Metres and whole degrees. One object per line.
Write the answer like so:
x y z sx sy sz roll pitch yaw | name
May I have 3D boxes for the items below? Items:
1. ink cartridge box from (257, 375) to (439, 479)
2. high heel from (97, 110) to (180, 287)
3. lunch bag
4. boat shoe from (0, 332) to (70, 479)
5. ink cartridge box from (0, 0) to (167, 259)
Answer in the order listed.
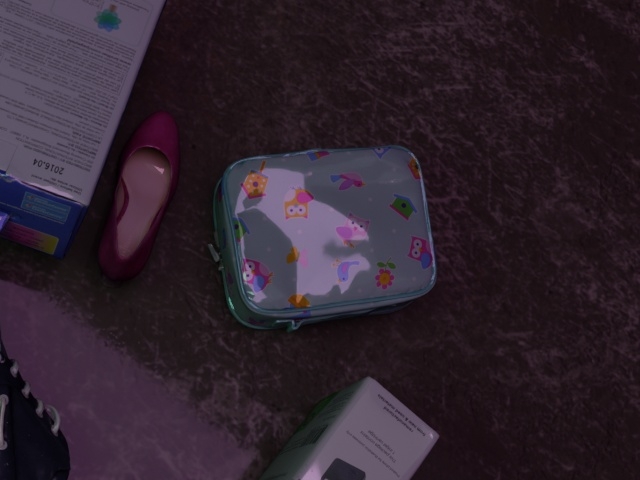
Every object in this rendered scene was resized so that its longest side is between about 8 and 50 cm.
-0.010 0.308 1.694 0.115 0.198 0.273 41 68 -4 | ink cartridge box
-0.218 -0.063 1.778 0.082 0.117 0.244 25 69 -9 | high heel
0.000 0.000 1.835 0.279 0.108 0.224 -6 82 -17 | lunch bag
-0.369 0.188 1.672 0.158 0.127 0.340 10 75 -27 | boat shoe
-0.372 -0.159 1.700 0.270 0.151 0.395 21 56 -10 | ink cartridge box
